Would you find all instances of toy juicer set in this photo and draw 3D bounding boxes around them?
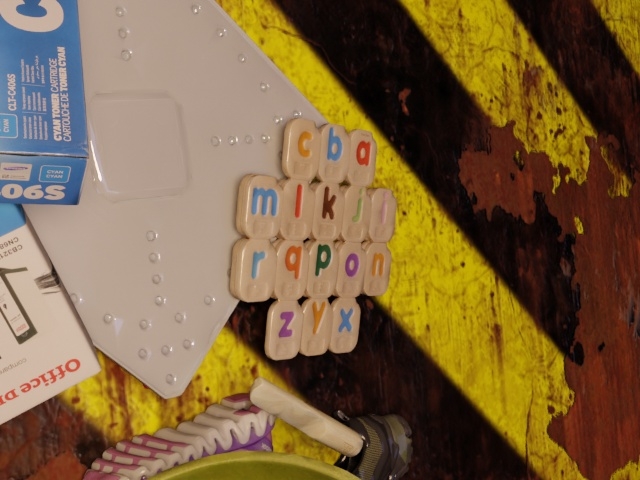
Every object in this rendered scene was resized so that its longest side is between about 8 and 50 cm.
[{"bbox_3d":[-0.031,0.307,0.984,0.209,0.089,0.329,11,106,-41],"label":"toy juicer set"}]

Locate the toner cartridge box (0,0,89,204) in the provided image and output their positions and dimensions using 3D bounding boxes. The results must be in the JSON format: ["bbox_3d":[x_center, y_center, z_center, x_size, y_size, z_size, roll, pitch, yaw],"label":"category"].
[{"bbox_3d":[-0.295,-0.197,0.798,0.165,0.075,0.348,0,60,-22],"label":"toner cartridge box"}]

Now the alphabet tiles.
[{"bbox_3d":[0.000,0.000,1.112,0.284,0.021,0.278,2,95,-51],"label":"alphabet tiles"}]

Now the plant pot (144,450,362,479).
[{"bbox_3d":[-0.039,0.434,0.801,0.366,0.366,0.353,-52,143,-30],"label":"plant pot"}]

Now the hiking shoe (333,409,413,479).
[{"bbox_3d":[0.044,0.323,1.137,0.114,0.086,0.227,11,73,-24],"label":"hiking shoe"}]

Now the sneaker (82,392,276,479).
[{"bbox_3d":[-0.136,0.247,0.987,0.236,0.095,0.104,-16,104,-39],"label":"sneaker"}]

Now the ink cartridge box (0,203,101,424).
[{"bbox_3d":[-0.305,0.056,0.824,0.148,0.086,0.203,-28,112,-13],"label":"ink cartridge box"}]

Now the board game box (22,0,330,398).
[{"bbox_3d":[-0.203,-0.097,0.987,0.390,0.050,0.390,44,61,-27],"label":"board game box"}]
